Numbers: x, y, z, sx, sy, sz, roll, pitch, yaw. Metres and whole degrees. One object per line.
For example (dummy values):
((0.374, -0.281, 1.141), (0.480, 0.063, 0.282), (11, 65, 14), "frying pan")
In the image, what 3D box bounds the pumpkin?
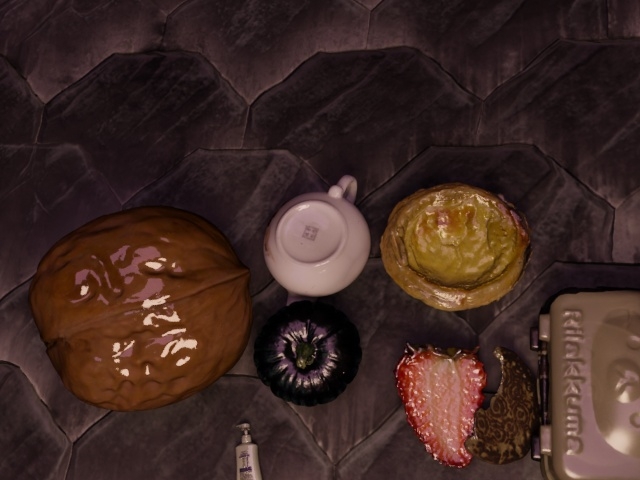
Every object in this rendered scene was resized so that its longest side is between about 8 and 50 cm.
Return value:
((-0.023, 0.200, 1.324), (0.194, 0.150, 0.194), (4, 51, -4), "pumpkin")

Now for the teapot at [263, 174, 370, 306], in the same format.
((0.000, 0.000, 1.407), (0.204, 0.139, 0.298), (25, 76, 20), "teapot")

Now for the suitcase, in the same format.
((0.518, 0.242, 1.182), (0.340, 0.194, 0.351), (3, 68, 9), "suitcase")

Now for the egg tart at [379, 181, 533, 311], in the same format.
((0.251, 0.014, 1.383), (0.279, 0.095, 0.278), (-2, 64, 4), "egg tart")

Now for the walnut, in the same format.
((-0.313, 0.118, 1.319), (0.398, 0.308, 0.353), (-14, 99, 4), "walnut")

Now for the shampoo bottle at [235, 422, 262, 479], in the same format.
((-0.128, 0.395, 1.314), (0.049, 0.034, 0.141), (-13, 65, 12), "shampoo bottle")

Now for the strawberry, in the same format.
((0.201, 0.279, 1.281), (0.167, 0.087, 0.207), (7, 81, -1), "strawberry")

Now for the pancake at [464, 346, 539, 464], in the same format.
((0.302, 0.284, 1.244), (0.191, 0.020, 0.184), (-27, 94, -30), "pancake")
